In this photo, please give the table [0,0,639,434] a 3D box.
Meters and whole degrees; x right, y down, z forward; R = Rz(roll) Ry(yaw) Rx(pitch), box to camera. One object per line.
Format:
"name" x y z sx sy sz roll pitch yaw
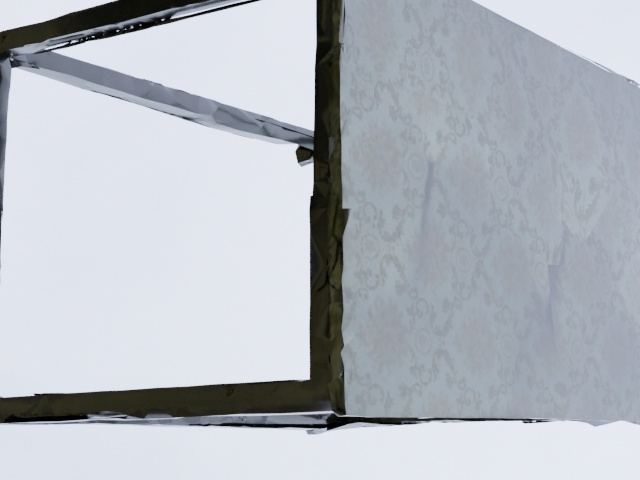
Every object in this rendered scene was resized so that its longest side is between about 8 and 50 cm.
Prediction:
"table" 0.000 0.000 0.818 0.272 0.335 0.222 -8 -102 36
